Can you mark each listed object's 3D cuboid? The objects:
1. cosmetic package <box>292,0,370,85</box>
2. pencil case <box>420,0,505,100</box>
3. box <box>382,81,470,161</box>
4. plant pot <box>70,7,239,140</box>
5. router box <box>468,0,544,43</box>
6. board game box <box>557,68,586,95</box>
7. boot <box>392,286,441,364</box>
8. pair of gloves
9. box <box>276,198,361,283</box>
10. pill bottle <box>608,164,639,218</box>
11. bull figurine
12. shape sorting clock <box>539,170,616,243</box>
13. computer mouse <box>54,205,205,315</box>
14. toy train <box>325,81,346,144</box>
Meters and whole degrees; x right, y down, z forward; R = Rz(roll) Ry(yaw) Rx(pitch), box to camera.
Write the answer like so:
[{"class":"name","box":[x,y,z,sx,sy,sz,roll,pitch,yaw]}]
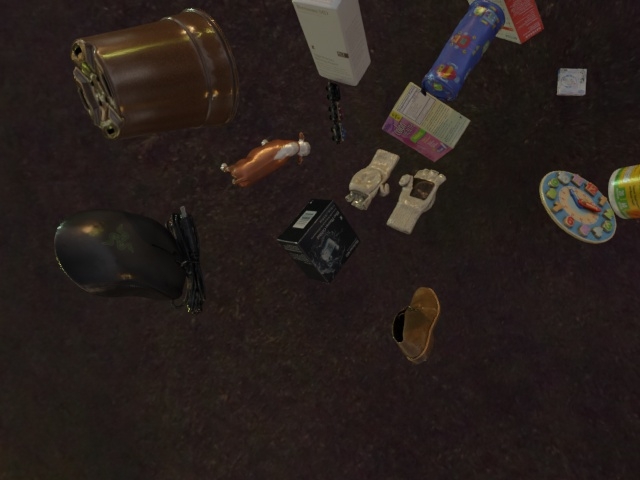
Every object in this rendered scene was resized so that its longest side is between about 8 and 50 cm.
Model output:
[{"class":"cosmetic package","box":[0.032,-0.471,0.976,0.117,0.231,0.085,25,80,24]},{"class":"pencil case","box":[0.430,-0.565,1.296,0.119,0.133,0.306,32,89,25]},{"class":"box","box":[0.364,-0.409,1.516,0.243,0.213,0.117,33,88,-1]},{"class":"plant pot","box":[-0.228,-0.219,0.585,0.167,0.165,0.166,28,132,36]},{"class":"router box","box":[0.580,-0.837,1.434,0.082,0.335,0.301,-32,120,15]},{"class":"board game box","box":[0.890,-0.561,1.515,0.090,0.020,0.090,3,90,5]},{"class":"boot","box":[0.304,0.238,1.366,0.115,0.305,0.112,44,128,-14]},{"class":"pair of gloves","box":[0.201,-0.148,1.196,0.240,0.042,0.204,33,77,27]},{"class":"box","box":[0.000,0.000,1.109,0.093,0.156,0.158,10,144,49]},{"class":"pill bottle","box":[0.858,-0.131,1.031,0.246,0.136,0.136,-8,102,61]},{"class":"bull figurine","box":[-0.182,-0.274,1.440,0.188,0.310,0.101,16,132,54]},{"class":"shape sorting clock","box":[0.620,-0.085,1.026,0.206,0.206,0.040,44,143,10]},{"class":"computer mouse","box":[-0.249,0.016,0.631,0.072,0.272,0.188,-18,77,17]},{"class":"toy train","box":[0.041,-0.319,1.076,0.027,0.036,0.158,-11,85,61]}]
